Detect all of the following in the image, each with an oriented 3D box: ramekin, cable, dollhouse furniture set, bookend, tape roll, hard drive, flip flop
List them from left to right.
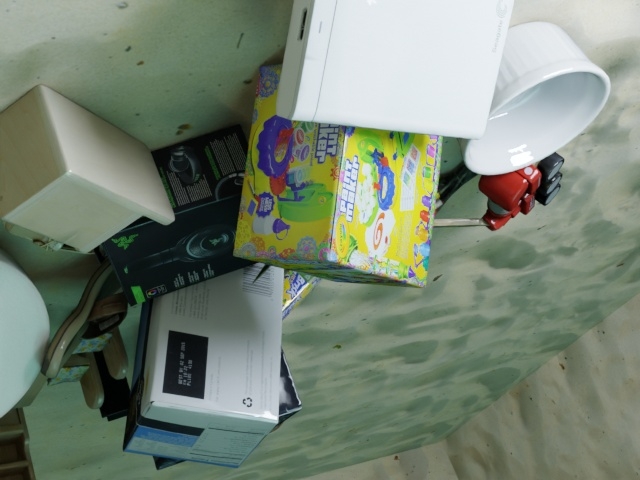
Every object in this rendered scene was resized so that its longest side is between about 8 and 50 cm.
[{"bbox_3d":[-0.627,0.168,1.333,0.392,0.072,0.392,-21,130,-27],"label":"tape roll"},{"bbox_3d":[-0.604,0.343,1.648,0.362,0.257,0.394,-1,146,-39],"label":"dollhouse furniture set"},{"bbox_3d":[-0.389,0.132,1.494,0.080,0.277,0.112,26,142,2],"label":"flip flop"},{"bbox_3d":[-0.459,0.332,1.864,0.072,0.156,0.157,-16,153,-18],"label":"bookend"},{"bbox_3d":[0.112,-0.264,1.140,0.353,0.047,0.233,0,107,-39],"label":"hard drive"},{"bbox_3d":[0.277,-0.102,1.771,0.287,0.072,0.139,-29,152,9],"label":"cable"},{"bbox_3d":[0.349,-0.251,1.487,0.277,0.135,0.277,-19,154,-10],"label":"ramekin"}]

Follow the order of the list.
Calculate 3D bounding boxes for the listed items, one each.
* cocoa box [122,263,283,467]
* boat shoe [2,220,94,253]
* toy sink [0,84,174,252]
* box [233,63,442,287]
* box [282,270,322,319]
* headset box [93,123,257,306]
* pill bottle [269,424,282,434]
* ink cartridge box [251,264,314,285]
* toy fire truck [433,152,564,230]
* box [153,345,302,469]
[{"bbox_3d":[-0.214,0.207,1.565,0.231,0.347,0.228,13,141,-18],"label":"cocoa box"},{"bbox_3d":[-0.425,-0.011,1.366,0.170,0.059,0.063,8,139,-48],"label":"boat shoe"},{"bbox_3d":[-0.341,-0.084,1.199,0.131,0.153,0.234,-32,154,15],"label":"toy sink"},{"bbox_3d":[0.038,-0.092,1.298,0.177,0.290,0.279,2,170,35],"label":"box"},{"bbox_3d":[-0.068,0.113,1.824,0.169,0.054,0.059,-44,161,-23],"label":"box"},{"bbox_3d":[-0.237,-0.034,1.402,0.283,0.131,0.246,-18,152,-12],"label":"headset box"},{"bbox_3d":[-0.159,0.448,2.359,0.131,0.131,0.229,-18,153,-13],"label":"pill bottle"},{"bbox_3d":[0.000,0.000,1.553,0.189,0.097,0.255,-43,-173,32],"label":"ink cartridge box"},{"bbox_3d":[0.343,-0.090,1.698,0.246,0.158,0.217,-48,160,-5],"label":"toy fire truck"},{"bbox_3d":[-0.251,0.366,1.958,0.293,0.212,0.395,-15,165,-20],"label":"box"}]
